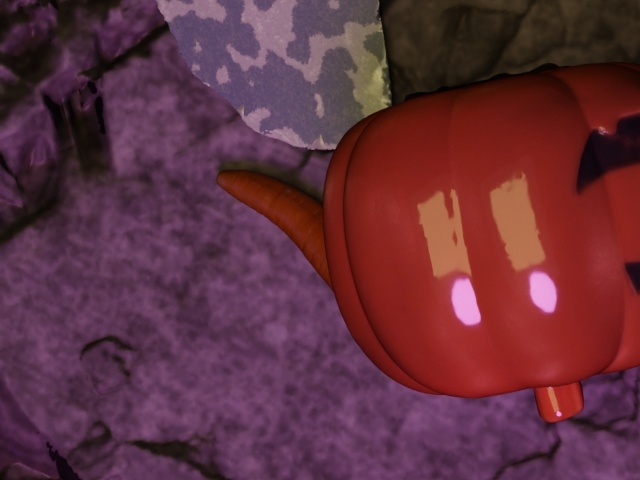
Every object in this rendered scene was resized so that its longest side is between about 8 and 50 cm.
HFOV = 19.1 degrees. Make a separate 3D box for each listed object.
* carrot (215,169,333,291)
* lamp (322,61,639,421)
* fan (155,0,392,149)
[{"bbox_3d":[0.000,0.000,0.997,0.142,0.035,0.035,40,104,24],"label":"carrot"},{"bbox_3d":[0.096,0.003,0.878,0.187,0.187,0.164,-11,89,21],"label":"lamp"},{"bbox_3d":[-0.032,-0.147,1.018,0.131,0.009,0.240,-29,80,20],"label":"fan"}]
